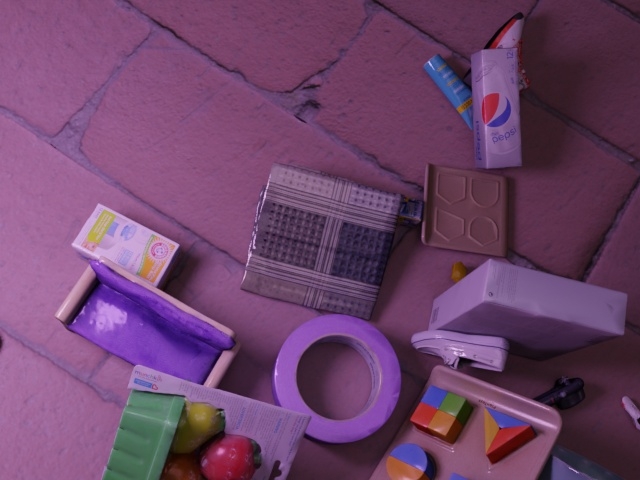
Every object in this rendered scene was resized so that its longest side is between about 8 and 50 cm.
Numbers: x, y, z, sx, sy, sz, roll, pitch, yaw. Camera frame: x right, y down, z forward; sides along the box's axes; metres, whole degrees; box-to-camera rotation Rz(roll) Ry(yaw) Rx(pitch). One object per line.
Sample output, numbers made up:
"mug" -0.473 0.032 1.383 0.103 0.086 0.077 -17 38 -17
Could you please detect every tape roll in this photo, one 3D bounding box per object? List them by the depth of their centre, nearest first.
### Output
"tape roll" 0.033 0.303 1.668 0.275 0.090 0.274 2 73 -8

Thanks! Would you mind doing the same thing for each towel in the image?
"towel" 0.000 0.000 1.751 0.324 0.056 0.312 15 89 -5

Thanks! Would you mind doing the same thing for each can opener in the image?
"can opener" 0.522 0.363 1.741 0.186 0.059 0.073 -20 77 -15

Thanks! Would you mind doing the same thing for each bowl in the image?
"bowl" 0.552 0.558 1.585 0.312 0.311 0.163 27 91 0

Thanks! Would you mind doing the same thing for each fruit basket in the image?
"fruit basket" -0.235 0.418 1.519 0.353 0.165 0.326 15 113 -13

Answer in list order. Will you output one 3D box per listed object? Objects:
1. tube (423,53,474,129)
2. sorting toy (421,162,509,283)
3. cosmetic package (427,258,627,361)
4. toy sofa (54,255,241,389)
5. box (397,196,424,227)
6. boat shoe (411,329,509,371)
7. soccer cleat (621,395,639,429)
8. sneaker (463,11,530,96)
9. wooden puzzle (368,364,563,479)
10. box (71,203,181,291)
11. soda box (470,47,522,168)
"tube" 0.348 -0.383 1.958 0.080 0.052 0.207 -39 88 -13
"sorting toy" 0.348 -0.026 1.849 0.229 0.041 0.307 10 72 -12
"cosmetic package" 0.420 0.159 1.621 0.285 0.377 0.097 16 72 -4
"toy sofa" -0.357 0.192 1.597 0.363 0.177 0.150 30 70 0
"box" 0.155 -0.079 1.822 0.169 0.059 0.054 13 70 -5
"boat shoe" 0.299 0.246 1.681 0.226 0.083 0.075 -3 62 34
"soccer cleat" 0.730 0.400 1.774 0.029 0.035 0.083 -21 77 -14
"sneaker" 0.490 -0.460 1.984 0.145 0.090 0.270 39 66 -6
"wooden puzzle" 0.280 0.445 1.572 0.322 0.080 0.347 16 67 41
"box" -0.420 0.024 1.677 0.203 0.103 0.114 28 71 0
"soda box" 0.428 -0.319 1.864 0.091 0.098 0.286 -5 97 -6
